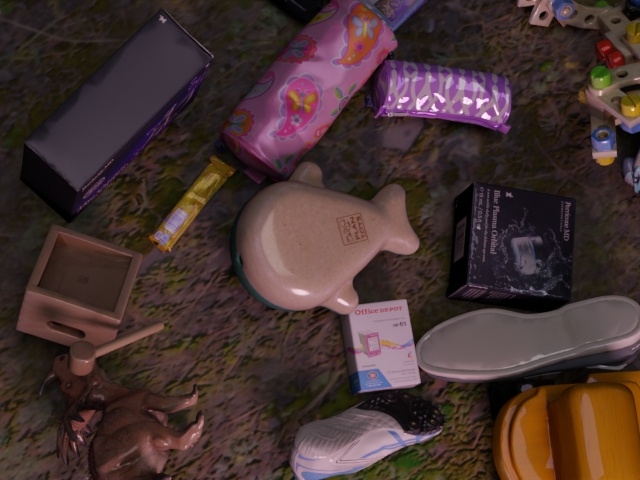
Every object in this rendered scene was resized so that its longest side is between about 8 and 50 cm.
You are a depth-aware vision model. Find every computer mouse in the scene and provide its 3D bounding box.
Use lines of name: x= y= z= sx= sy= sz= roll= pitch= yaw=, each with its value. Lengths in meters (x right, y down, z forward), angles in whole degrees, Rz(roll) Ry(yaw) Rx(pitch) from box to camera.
computer mouse: x=0.005 y=-0.328 z=2.064 sx=0.242 sy=0.041 sz=0.071 roll=39 pitch=55 yaw=-6

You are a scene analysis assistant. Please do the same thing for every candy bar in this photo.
candy bar: x=-0.180 y=-0.051 z=1.958 sx=0.040 sy=0.018 sz=0.161 roll=36 pitch=72 yaw=2

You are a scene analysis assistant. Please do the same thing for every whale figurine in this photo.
whale figurine: x=0.000 y=0.000 z=1.932 sx=0.272 sy=0.141 sz=0.216 roll=-16 pitch=86 yaw=-29

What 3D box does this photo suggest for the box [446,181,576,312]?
box: x=0.273 y=0.011 z=2.002 sx=0.158 sy=0.093 sz=0.156 roll=9 pitch=74 yaw=-11

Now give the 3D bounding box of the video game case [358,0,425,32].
video game case: x=0.092 y=-0.460 z=2.086 sx=0.244 sy=0.061 sz=0.269 roll=44 pitch=65 yaw=2

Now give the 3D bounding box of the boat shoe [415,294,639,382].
boat shoe: x=0.294 y=0.157 z=1.957 sx=0.319 sy=0.099 sz=0.116 roll=-10 pitch=49 yaw=5

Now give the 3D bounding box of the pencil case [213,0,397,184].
pencil case: x=-0.018 y=-0.210 z=1.965 sx=0.124 sy=0.124 sz=0.284 roll=38 pitch=81 yaw=-1

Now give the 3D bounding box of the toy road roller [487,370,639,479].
toy road roller: x=0.392 y=0.274 z=1.881 sx=0.329 sy=0.240 sz=0.202 roll=-2 pitch=77 yaw=-13

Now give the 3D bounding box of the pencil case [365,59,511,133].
pencil case: x=0.175 y=-0.210 z=2.039 sx=0.206 sy=0.086 sz=0.088 roll=4 pitch=60 yaw=-11

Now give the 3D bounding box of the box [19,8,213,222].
box: x=-0.276 y=-0.163 z=1.879 sx=0.103 sy=0.184 sz=0.261 roll=42 pitch=72 yaw=1

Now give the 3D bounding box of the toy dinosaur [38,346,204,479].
toy dinosaur: x=-0.250 y=0.256 z=1.765 sx=0.200 sy=0.295 sz=0.127 roll=-4 pitch=116 yaw=-10

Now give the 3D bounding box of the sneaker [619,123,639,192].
sneaker: x=0.510 y=-0.082 z=2.085 sx=0.122 sy=0.110 sz=0.283 roll=-7 pitch=70 yaw=-2

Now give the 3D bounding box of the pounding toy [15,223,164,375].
pounding toy: x=-0.297 y=0.105 z=1.818 sx=0.181 sy=0.094 sz=0.206 roll=19 pitch=44 yaw=-7

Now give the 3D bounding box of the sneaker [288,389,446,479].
sneaker: x=0.061 y=0.268 z=1.907 sx=0.237 sy=0.086 sz=0.085 roll=-12 pitch=51 yaw=-27

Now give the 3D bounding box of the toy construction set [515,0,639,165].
toy construction set: x=0.430 y=-0.275 z=2.072 sx=0.215 sy=0.151 sz=0.327 roll=-24 pitch=60 yaw=-3

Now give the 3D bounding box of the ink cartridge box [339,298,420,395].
ink cartridge box: x=0.082 y=0.147 z=1.946 sx=0.088 sy=0.052 sz=0.122 roll=-7 pitch=76 yaw=-14
